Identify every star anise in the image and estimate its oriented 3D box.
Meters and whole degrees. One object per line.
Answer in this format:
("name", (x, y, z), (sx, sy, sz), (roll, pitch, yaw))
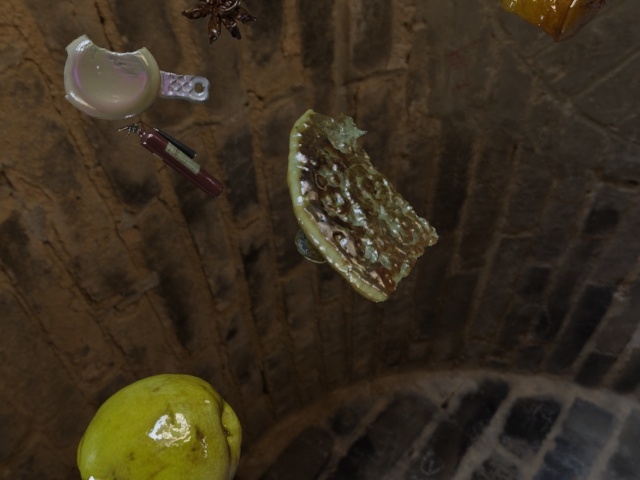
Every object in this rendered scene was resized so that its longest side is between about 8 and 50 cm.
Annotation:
("star anise", (-0.214, -0.496, 1.321), (0.168, 0.167, 0.057), (94, 180, -45))

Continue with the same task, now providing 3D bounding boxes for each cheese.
("cheese", (-0.369, -0.324, 1.266), (0.286, 0.082, 0.163), (0, -82, -19))

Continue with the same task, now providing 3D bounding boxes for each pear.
("pear", (-0.196, 0.263, 0.781), (0.200, 0.200, 0.200), (-41, -30, -30))

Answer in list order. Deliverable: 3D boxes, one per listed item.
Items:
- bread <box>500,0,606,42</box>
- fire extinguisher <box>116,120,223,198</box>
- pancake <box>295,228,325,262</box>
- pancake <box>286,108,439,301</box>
("bread", (0.355, -0.396, 0.883), (0.270, 0.142, 0.196), (-52, -13, -46))
("fire extinguisher", (-0.213, -0.128, 0.922), (0.173, 0.035, 0.049), (38, -109, -31))
("pancake", (0.001, 0.001, 1.259), (0.108, 0.108, 0.017), (-50, -30, -14))
("pancake", (0.060, -0.083, 1.244), (0.304, 0.427, 0.067), (-21, -18, -44))
